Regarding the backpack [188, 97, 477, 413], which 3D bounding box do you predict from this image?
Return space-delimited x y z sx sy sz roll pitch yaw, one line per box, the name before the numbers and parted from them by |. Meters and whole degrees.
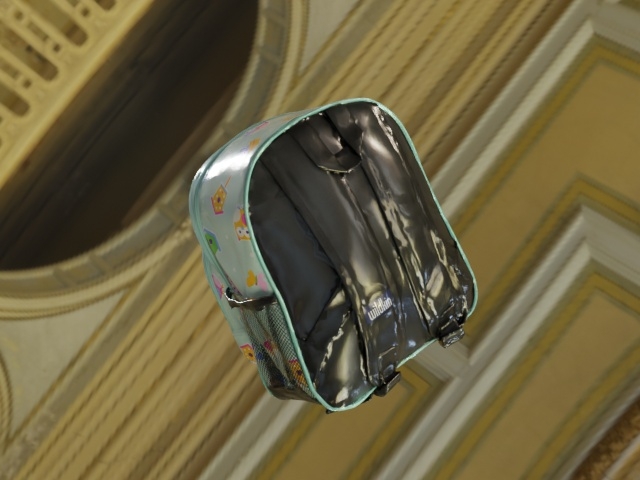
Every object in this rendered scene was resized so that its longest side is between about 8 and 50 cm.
backpack | 0.000 0.000 0.698 0.166 0.188 0.144 -31 -158 -28
